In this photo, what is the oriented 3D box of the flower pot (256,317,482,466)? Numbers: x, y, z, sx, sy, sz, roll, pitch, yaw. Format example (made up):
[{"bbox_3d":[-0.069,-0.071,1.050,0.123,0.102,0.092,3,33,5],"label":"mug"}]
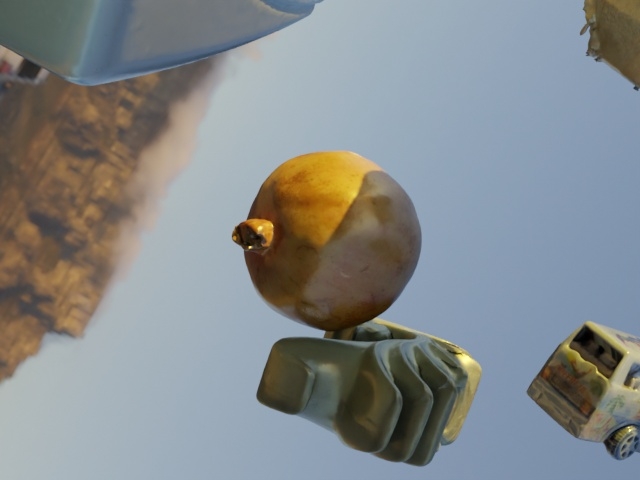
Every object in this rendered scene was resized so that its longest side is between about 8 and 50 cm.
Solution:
[{"bbox_3d":[0.081,0.214,1.608,0.165,0.254,0.367,-71,164,9],"label":"flower pot"}]

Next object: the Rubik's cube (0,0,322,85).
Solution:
[{"bbox_3d":[-0.145,-0.352,0.778,0.351,0.347,0.352,-33,153,-55],"label":"Rubik's cube"}]

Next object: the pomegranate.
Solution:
[{"bbox_3d":[0.000,0.000,1.547,0.252,0.270,0.229,-58,-139,23],"label":"pomegranate"}]

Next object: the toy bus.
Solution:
[{"bbox_3d":[0.403,0.197,1.357,0.109,0.329,0.136,41,-74,47],"label":"toy bus"}]

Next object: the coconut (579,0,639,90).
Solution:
[{"bbox_3d":[0.482,-0.342,1.323,0.360,0.346,0.346,-61,-165,22],"label":"coconut"}]
